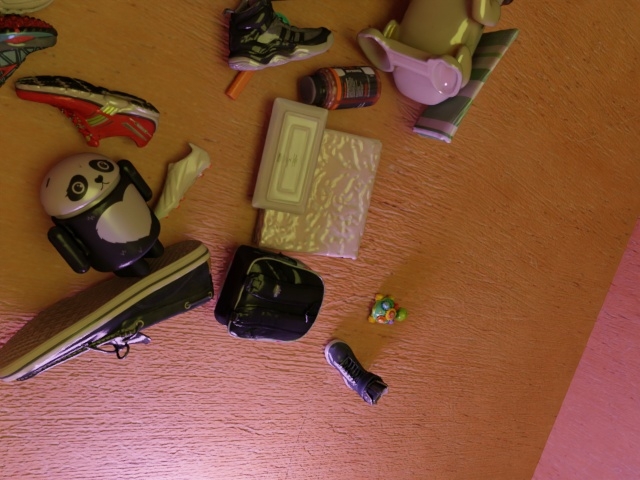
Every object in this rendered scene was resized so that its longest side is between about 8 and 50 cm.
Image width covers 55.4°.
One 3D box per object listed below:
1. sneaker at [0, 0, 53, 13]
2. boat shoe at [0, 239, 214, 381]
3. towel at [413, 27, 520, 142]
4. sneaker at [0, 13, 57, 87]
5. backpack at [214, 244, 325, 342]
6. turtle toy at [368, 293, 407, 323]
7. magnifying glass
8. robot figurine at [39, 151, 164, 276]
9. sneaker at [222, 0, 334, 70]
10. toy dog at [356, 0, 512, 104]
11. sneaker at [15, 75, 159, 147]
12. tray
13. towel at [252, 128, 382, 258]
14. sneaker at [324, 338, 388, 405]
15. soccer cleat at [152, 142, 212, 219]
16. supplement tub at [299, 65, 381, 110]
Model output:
[{"bbox_3d":[-0.588,-0.462,1.020,0.292,0.118,0.110,2,89,-38],"label":"sneaker"},{"bbox_3d":[-0.441,0.171,1.321,0.500,0.187,0.156,-31,116,-30],"label":"boat shoe"},{"bbox_3d":[0.386,-0.416,1.646,0.038,0.248,0.324,31,97,-16],"label":"towel"},{"bbox_3d":[-0.602,-0.326,1.098,0.262,0.104,0.125,-23,136,-23],"label":"sneaker"},{"bbox_3d":[-0.124,0.137,1.527,0.254,0.191,0.225,15,100,-31],"label":"backpack"},{"bbox_3d":[0.212,0.219,1.878,0.130,0.066,0.095,11,99,-38],"label":"turtle toy"},{"bbox_3d":[-0.146,-0.427,1.418,0.092,0.026,0.231,38,84,-38],"label":"magnifying glass"},{"bbox_3d":[-0.438,-0.048,1.245,0.174,0.209,0.278,-27,124,2],"label":"robot figurine"},{"bbox_3d":[-0.091,-0.479,1.361,0.269,0.101,0.153,-23,119,-25],"label":"sneaker"},{"bbox_3d":[0.348,-0.571,1.565,0.408,0.285,0.395,-60,150,-4],"label":"toy dog"},{"bbox_3d":[-0.459,-0.246,1.211,0.279,0.107,0.118,11,109,-35],"label":"sneaker"},{"bbox_3d":[-0.069,-0.198,1.479,0.145,0.030,0.270,8,102,-25],"label":"tray"},{"bbox_3d":[-0.003,-0.125,1.592,0.317,0.053,0.331,7,101,-30],"label":"towel"},{"bbox_3d":[0.113,0.394,1.810,0.086,0.163,0.226,-43,125,-14],"label":"sneaker"},{"bbox_3d":[-0.326,-0.131,1.374,0.076,0.068,0.196,41,80,-23],"label":"soccer cleat"},{"bbox_3d":[0.049,-0.381,1.523,0.198,0.106,0.106,-13,113,-33],"label":"supplement tub"}]
